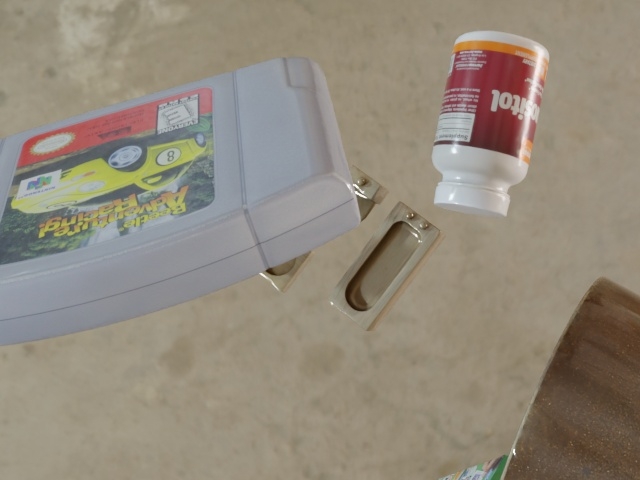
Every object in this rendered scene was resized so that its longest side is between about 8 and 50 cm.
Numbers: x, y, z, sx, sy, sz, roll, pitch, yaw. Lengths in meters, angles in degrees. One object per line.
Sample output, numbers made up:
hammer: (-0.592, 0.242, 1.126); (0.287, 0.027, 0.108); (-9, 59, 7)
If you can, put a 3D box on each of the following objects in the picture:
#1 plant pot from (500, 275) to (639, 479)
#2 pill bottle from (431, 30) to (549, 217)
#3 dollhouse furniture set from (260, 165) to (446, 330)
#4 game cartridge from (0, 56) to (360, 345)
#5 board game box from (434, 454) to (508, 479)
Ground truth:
plant pot: (0.266, 0.166, 0.680); (0.230, 0.215, 0.215); (22, 71, 22)
pill bottle: (0.147, -0.100, 0.862); (0.086, 0.086, 0.152); (11, 87, 7)
dollhouse furniture set: (0.000, 0.000, 0.877); (0.151, 0.123, 0.144); (39, 96, 19)
game cartridge: (-0.127, -0.025, 0.631); (0.294, 0.060, 0.196); (-16, 39, 3)
board game box: (0.114, 0.411, 1.174); (0.046, 0.213, 0.317); (39, 61, -1)
